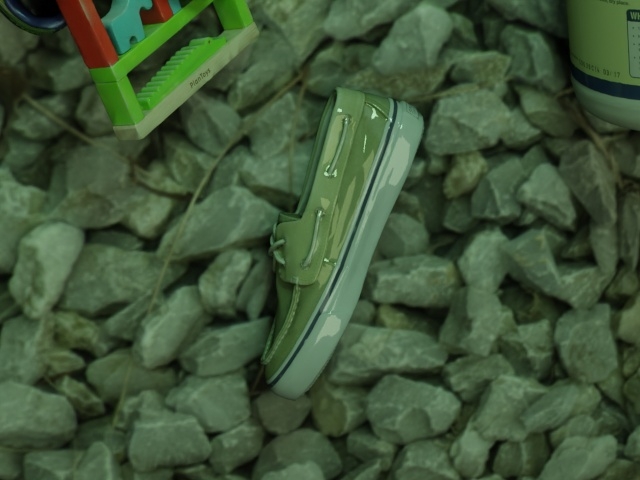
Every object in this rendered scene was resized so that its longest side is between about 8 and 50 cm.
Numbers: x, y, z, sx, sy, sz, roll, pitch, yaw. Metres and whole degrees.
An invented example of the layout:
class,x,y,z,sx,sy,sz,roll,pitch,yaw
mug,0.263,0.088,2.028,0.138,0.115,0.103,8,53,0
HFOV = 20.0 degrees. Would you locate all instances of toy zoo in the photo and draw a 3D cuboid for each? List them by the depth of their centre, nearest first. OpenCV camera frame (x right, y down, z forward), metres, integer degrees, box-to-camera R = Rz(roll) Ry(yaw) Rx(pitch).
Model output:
class,x,y,z,sx,sy,sz,roll,pitch,yaw
toy zoo,-0.162,-0.257,1.529,0.192,0.030,0.293,-48,126,-42

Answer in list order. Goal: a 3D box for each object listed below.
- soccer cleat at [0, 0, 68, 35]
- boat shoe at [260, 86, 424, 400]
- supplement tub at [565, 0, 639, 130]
class,x,y,z,sx,sy,sz,roll,pitch,yaw
soccer cleat,-0.272,-0.299,1.484,0.093,0.121,0.289,-29,116,-7
boat shoe,0.000,0.000,1.716,0.094,0.109,0.302,21,92,-10
supplement tub,0.335,-0.282,1.645,0.235,0.235,0.325,-14,113,-15
